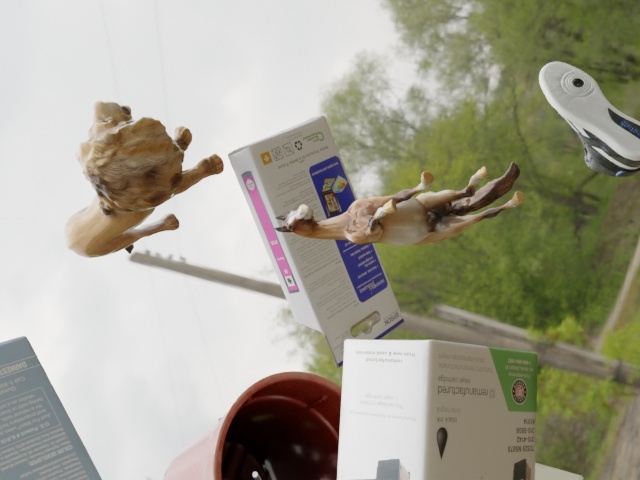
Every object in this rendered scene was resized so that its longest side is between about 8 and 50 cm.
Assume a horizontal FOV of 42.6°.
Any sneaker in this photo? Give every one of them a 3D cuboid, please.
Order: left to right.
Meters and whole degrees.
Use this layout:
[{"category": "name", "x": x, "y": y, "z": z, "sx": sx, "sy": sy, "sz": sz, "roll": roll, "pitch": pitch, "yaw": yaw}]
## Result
[{"category": "sneaker", "x": 0.423, "y": -0.179, "z": 1.307, "sx": 0.079, "sy": 0.217, "sz": 0.121, "roll": -37, "pitch": -21, "yaw": -12}]

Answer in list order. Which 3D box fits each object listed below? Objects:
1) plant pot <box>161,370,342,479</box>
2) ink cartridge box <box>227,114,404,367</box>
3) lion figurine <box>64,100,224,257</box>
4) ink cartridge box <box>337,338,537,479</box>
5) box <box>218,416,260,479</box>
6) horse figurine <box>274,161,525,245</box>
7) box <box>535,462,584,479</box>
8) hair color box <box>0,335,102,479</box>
[{"category": "plant pot", "x": -0.089, "y": 0.353, "z": 1.168, "sx": 0.265, "sy": 0.272, "sz": 0.272, "roll": -35, "pitch": 22, "yaw": 48}, {"category": "ink cartridge box", "x": 0.000, "y": 0.000, "z": 1.306, "sx": 0.176, "sy": 0.069, "sz": 0.370, "roll": -28, "pitch": -82, "yaw": -41}, {"category": "lion figurine", "x": -0.302, "y": -0.057, "z": 1.244, "sx": 0.240, "sy": 0.142, "sz": 0.392, "roll": -33, "pitch": -15, "yaw": -48}, {"category": "ink cartridge box", "x": 0.095, "y": 0.194, "z": 0.656, "sx": 0.160, "sy": 0.093, "sz": 0.219, "roll": 12, "pitch": -103, "yaw": -44}, {"category": "box", "x": -0.093, "y": 0.461, "z": 1.742, "sx": 0.247, "sy": 0.142, "sz": 0.163, "roll": 60, "pitch": -172, "yaw": -56}, {"category": "horse figurine", "x": 0.105, "y": -0.033, "z": 0.901, "sx": 0.174, "sy": 0.263, "sz": 0.066, "roll": -29, "pitch": 72, "yaw": 56}, {"category": "box", "x": 0.196, "y": 0.321, "z": 0.847, "sx": 0.275, "sy": 0.113, "sz": 0.094, "roll": -14, "pitch": -68, "yaw": -64}, {"category": "hair color box", "x": -0.290, "y": 0.308, "z": 0.834, "sx": 0.114, "sy": 0.374, "sz": 0.185, "roll": -18, "pitch": -26, "yaw": -42}]
